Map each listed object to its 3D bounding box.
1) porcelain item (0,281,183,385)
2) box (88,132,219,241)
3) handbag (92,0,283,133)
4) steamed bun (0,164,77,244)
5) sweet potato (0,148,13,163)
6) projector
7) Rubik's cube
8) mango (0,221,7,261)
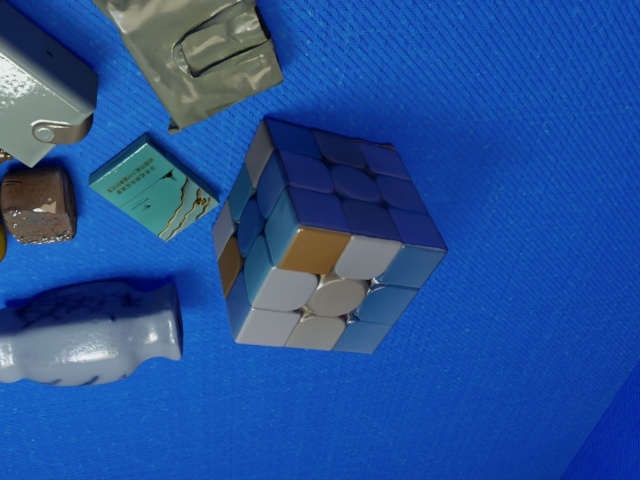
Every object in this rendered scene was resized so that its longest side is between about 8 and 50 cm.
[{"bbox_3d":[-0.525,0.215,1.639,0.405,0.242,0.178,-9,117,-6],"label":"porcelain item"},{"bbox_3d":[-0.348,-0.105,1.514,0.162,0.041,0.229,-33,134,16],"label":"box"},{"bbox_3d":[-0.218,-0.353,1.263,0.253,0.109,0.316,-24,136,-1],"label":"handbag"},{"bbox_3d":[-0.567,-0.063,1.438,0.145,0.106,0.175,-8,138,-11],"label":"steamed bun"},{"bbox_3d":[-0.728,-0.138,1.298,0.337,0.131,0.131,-16,137,-3],"label":"sweet potato"},{"bbox_3d":[-0.508,-0.256,1.224,0.177,0.163,0.242,-36,131,20],"label":"projector"},{"bbox_3d":[0.000,0.000,1.517,0.347,0.346,0.344,9,129,-25],"label":"Rubik's cube"},{"bbox_3d":[-0.705,-0.010,1.392,0.176,0.119,0.317,8,153,-15],"label":"mango"}]
